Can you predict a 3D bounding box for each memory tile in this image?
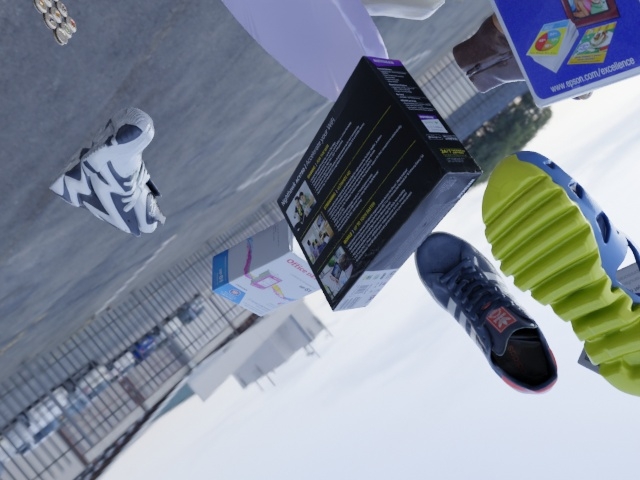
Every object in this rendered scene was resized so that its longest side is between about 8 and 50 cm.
[{"bbox_3d":[-0.592,-0.514,1.373,0.012,0.148,0.113,-15,-144,13],"label":"memory tile"}]

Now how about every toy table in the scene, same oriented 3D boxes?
[{"bbox_3d":[0.002,-0.295,0.667,0.161,0.274,0.252,-49,-160,-17],"label":"toy table"}]

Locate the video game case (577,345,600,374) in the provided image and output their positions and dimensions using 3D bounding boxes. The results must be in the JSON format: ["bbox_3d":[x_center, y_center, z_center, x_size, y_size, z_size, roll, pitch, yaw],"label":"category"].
[{"bbox_3d":[0.617,0.185,1.193,0.206,0.026,0.227,-68,-157,3],"label":"video game case"}]

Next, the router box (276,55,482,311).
[{"bbox_3d":[0.038,-0.044,0.534,0.046,0.133,0.179,-4,144,-38],"label":"router box"}]

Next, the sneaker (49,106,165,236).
[{"bbox_3d":[-0.259,-0.081,0.867,0.235,0.153,0.094,-27,-144,38],"label":"sneaker"}]

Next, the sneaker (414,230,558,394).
[{"bbox_3d":[0.300,0.123,1.109,0.131,0.350,0.148,-40,174,2],"label":"sneaker"}]

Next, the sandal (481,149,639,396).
[{"bbox_3d":[0.307,0.025,0.712,0.138,0.317,0.126,-45,-170,-39],"label":"sandal"}]

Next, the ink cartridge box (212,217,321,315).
[{"bbox_3d":[-0.054,0.034,0.735,0.122,0.088,0.052,-28,-131,27],"label":"ink cartridge box"}]

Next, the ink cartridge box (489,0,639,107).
[{"bbox_3d":[0.228,-0.282,0.481,0.072,0.307,0.303,-30,-171,-20],"label":"ink cartridge box"}]

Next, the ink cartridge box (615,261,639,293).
[{"bbox_3d":[0.545,0.150,0.855,0.211,0.289,0.121,-29,149,17],"label":"ink cartridge box"}]

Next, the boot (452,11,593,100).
[{"bbox_3d":[0.411,-0.354,1.275,0.090,0.248,0.207,-47,-171,-32],"label":"boot"}]
